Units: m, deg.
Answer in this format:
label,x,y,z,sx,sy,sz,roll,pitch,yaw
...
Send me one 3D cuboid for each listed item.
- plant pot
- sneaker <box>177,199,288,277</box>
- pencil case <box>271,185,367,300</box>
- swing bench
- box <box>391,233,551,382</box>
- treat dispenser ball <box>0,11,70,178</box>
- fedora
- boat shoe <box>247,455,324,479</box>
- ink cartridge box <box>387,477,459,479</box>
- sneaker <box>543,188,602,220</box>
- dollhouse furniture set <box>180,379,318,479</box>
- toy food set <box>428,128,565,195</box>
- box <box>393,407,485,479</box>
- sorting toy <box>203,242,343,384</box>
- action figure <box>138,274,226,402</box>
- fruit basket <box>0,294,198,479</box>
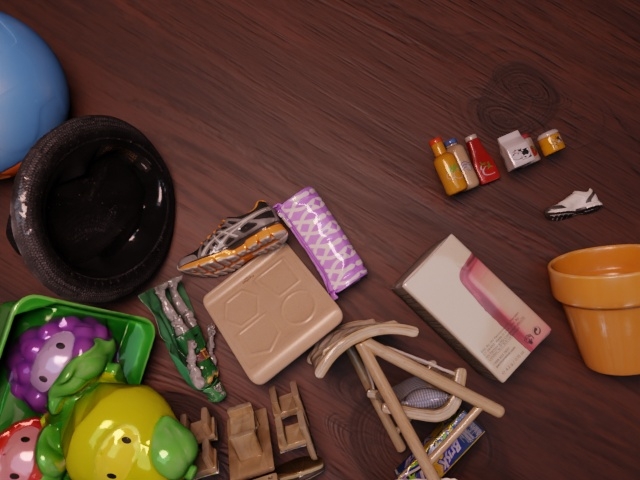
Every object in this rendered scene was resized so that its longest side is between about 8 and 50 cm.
label,x,y,z,sx,sy,sz,roll,pitch,yaw
plant pot,0.513,0.122,1.085,0.205,0.205,0.188,-11,99,-2
sneaker,-0.163,0.002,1.129,0.214,0.084,0.083,-24,71,9
pencil case,0.000,0.000,1.132,0.088,0.086,0.206,-31,83,-38
swing bench,0.118,0.227,1.022,0.254,0.253,0.165,44,83,1
box,0.255,0.117,1.094,0.232,0.148,0.127,45,85,3
treat dispenser ball,-0.574,-0.243,1.047,0.288,0.288,0.288,0,84,-1
fedora,-0.403,-0.050,1.060,0.152,0.334,0.334,-4,83,31
boat shoe,-0.062,0.427,1.108,0.152,0.056,0.049,-18,98,-2
ink cartridge box,0.233,0.461,0.996,0.237,0.172,0.100,29,57,-24
sneaker,0.470,-0.068,1.177,0.109,0.040,0.044,-12,68,-6
dollhouse furniture set,-0.107,0.392,1.043,0.212,0.242,0.161,-17,120,-2
toy food set,0.313,-0.167,1.143,0.232,0.111,0.105,-23,85,-1
box,0.209,0.375,1.111,0.169,0.059,0.054,-44,85,-5
sorting toy,-0.087,0.124,1.115,0.193,0.038,0.208,-38,57,-4
action figure,-0.226,0.179,1.103,0.063,0.137,0.232,-22,95,22
fruit basket,-0.381,0.287,0.970,0.392,0.283,0.392,-18,63,38
